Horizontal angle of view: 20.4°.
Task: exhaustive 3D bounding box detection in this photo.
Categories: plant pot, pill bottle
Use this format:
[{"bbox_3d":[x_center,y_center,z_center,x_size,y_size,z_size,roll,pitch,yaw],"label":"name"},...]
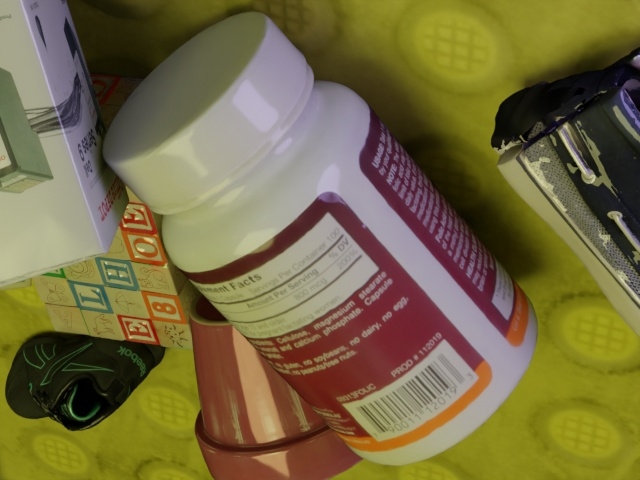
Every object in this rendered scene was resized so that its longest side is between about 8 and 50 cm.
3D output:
[{"bbox_3d":[-0.045,0.129,1.798,0.201,0.201,0.180,-3,117,31],"label":"plant pot"},{"bbox_3d":[0.000,0.000,1.595,0.224,0.224,0.392,-19,123,40],"label":"pill bottle"}]

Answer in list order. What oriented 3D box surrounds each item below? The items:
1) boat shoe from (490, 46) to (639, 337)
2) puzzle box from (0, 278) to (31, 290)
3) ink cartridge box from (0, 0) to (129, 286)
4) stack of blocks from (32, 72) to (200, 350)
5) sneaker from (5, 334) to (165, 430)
[{"bbox_3d":[0.306,-0.014,1.490,0.340,0.127,0.158,41,145,-16],"label":"boat shoe"},{"bbox_3d":[-0.431,-0.081,1.761,0.272,0.052,0.409,-8,140,-14],"label":"puzzle box"},{"bbox_3d":[-0.268,-0.127,1.522,0.121,0.211,0.289,-16,103,4],"label":"ink cartridge box"},{"bbox_3d":[-0.216,-0.029,1.783,0.171,0.087,0.297,7,137,21],"label":"stack of blocks"},{"bbox_3d":[-0.288,0.162,2.016,0.101,0.106,0.267,42,139,-20],"label":"sneaker"}]
